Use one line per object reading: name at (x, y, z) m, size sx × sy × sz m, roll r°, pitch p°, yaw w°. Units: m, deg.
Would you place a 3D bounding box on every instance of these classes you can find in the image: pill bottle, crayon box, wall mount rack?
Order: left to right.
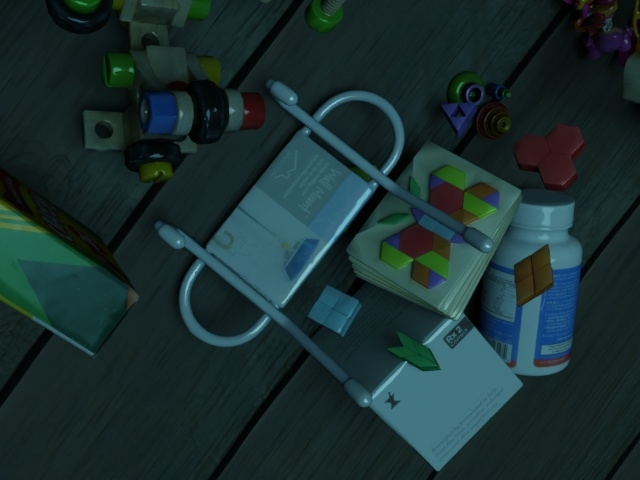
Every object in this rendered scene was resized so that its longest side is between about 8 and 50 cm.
crayon box at (-0.337, -0.031, 0.949) m, size 0.318 × 0.202 × 0.081 m, roll 38°, pitch 89°, yaw -29°
wall mount rack at (0.000, 0.000, 1.083) m, size 0.304 × 0.130 × 0.350 m, roll 38°, pitch 89°, yaw 7°
pill bottle at (0.271, 0.051, 1.276) m, size 0.124 × 0.124 × 0.222 m, roll -4°, pitch 109°, yaw -22°

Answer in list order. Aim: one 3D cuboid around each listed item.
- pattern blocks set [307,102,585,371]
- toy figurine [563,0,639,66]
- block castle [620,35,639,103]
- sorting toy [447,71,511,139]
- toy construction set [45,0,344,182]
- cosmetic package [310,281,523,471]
pattern blocks set at (0.134, -0.015, 1.128) m, size 0.325 × 0.285 × 0.026 m, roll -68°, pitch 157°, yaw -16°
toy figurine at (0.369, -0.282, 1.229) m, size 0.173 × 0.130 × 0.159 m, roll -16°, pitch 124°, yaw 6°
block castle at (0.535, -0.318, 1.136) m, size 0.303 × 0.212 × 0.453 m, roll 9°, pitch 99°, yaw -61°
sorting toy at (0.207, -0.168, 1.224) m, size 0.102 × 0.042 × 0.061 m, roll 42°, pitch 88°, yaw -28°
toy construction set at (-0.136, -0.200, 1.016) m, size 0.308 × 0.237 × 0.257 m, roll -31°, pitch 87°, yaw -29°
cosmetic package at (0.112, 0.148, 1.205) m, size 0.151 × 0.183 × 0.151 m, roll -45°, pitch 118°, yaw -4°
